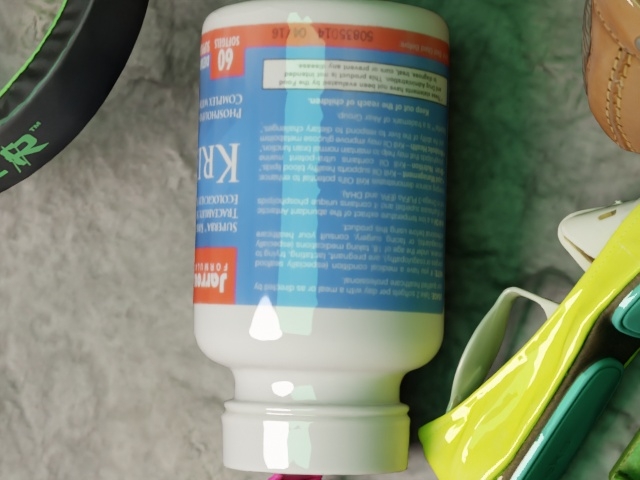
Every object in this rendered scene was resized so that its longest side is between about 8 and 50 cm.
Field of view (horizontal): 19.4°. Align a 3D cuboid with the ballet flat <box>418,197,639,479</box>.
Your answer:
[{"bbox_3d":[0.128,0.033,0.892,0.231,0.077,0.077,-52,58,13],"label":"ballet flat"}]

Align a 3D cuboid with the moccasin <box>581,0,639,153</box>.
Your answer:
[{"bbox_3d":[0.299,-0.074,0.768,0.380,0.147,0.139,16,78,9],"label":"moccasin"}]

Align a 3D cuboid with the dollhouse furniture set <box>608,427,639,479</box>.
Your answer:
[{"bbox_3d":[0.284,0.115,0.723,0.301,0.197,0.151,32,88,6],"label":"dollhouse furniture set"}]

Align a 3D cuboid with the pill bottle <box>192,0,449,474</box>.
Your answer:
[{"bbox_3d":[0.000,0.000,0.912,0.124,0.124,0.222,0,86,21],"label":"pill bottle"}]

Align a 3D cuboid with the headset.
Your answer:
[{"bbox_3d":[-0.223,-0.211,0.976,0.243,0.185,0.394,-17,64,19],"label":"headset"}]

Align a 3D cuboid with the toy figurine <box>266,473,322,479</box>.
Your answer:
[{"bbox_3d":[0.025,0.161,0.892,0.173,0.159,0.130,-17,116,-10],"label":"toy figurine"}]
